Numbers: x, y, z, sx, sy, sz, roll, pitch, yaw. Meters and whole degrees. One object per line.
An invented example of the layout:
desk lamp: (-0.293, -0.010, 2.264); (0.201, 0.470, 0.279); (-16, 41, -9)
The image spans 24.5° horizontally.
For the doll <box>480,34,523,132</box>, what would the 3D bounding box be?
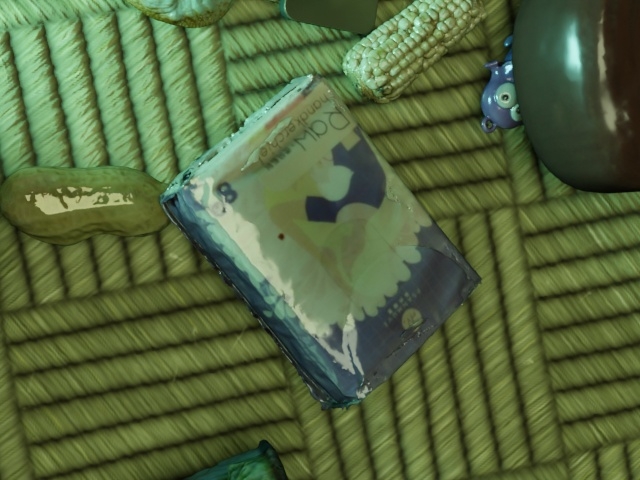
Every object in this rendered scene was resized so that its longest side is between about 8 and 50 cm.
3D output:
doll: (0.267, -0.215, 1.873); (0.110, 0.067, 0.206); (42, 75, -17)

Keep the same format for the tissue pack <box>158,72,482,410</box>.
tissue pack: (0.000, 0.000, 1.783); (0.242, 0.125, 0.343); (-42, 97, -23)

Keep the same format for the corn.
corn: (0.125, -0.253, 1.836); (0.211, 0.087, 0.087); (-38, 97, -5)

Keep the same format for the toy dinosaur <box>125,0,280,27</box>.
toy dinosaur: (-0.215, -0.346, 1.779); (0.393, 0.092, 0.205); (-17, 100, -17)

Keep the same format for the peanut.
peanut: (-0.278, -0.042, 1.776); (0.214, 0.090, 0.098); (-2, 99, -9)

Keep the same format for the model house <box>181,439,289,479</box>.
model house: (-0.150, 0.454, 1.717); (0.339, 0.297, 0.360); (-20, 96, -5)

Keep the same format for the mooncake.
mooncake: (0.393, -0.210, 1.813); (0.334, 0.174, 0.325); (31, 73, -25)

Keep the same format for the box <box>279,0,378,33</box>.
box: (0.011, -0.307, 1.828); (0.126, 0.031, 0.091); (6, 92, -25)
